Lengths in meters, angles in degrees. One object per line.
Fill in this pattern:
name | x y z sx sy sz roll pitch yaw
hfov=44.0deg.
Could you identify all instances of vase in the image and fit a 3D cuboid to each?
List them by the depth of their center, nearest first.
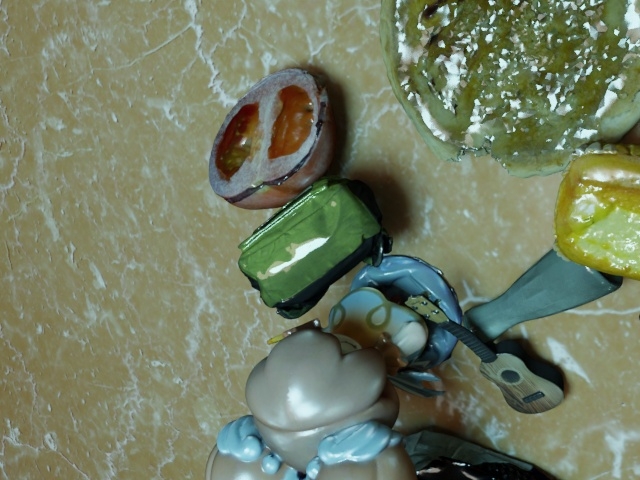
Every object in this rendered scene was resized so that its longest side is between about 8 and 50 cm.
vase | 0.284 0.073 1.045 0.214 0.086 0.086 -38 84 38

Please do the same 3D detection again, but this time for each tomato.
tomato | -0.052 -0.139 1.157 0.228 0.112 0.199 -13 62 38

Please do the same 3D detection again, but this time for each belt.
belt | 0.200 0.374 1.121 0.289 0.184 0.164 14 120 27

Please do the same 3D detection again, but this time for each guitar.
guitar | 0.217 0.143 1.060 0.271 0.038 0.084 39 129 -17

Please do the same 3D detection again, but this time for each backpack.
backpack | 0.000 0.000 1.093 0.207 0.253 0.140 -35 92 12

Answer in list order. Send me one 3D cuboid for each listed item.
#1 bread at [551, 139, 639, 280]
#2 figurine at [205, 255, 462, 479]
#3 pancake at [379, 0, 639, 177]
bread | 0.410 -0.026 0.882 0.288 0.119 0.153 13 119 15
figurine | 0.031 0.196 1.047 0.276 0.388 0.248 -8 102 31
pancake | 0.240 -0.254 0.975 0.382 0.071 0.383 9 109 29
